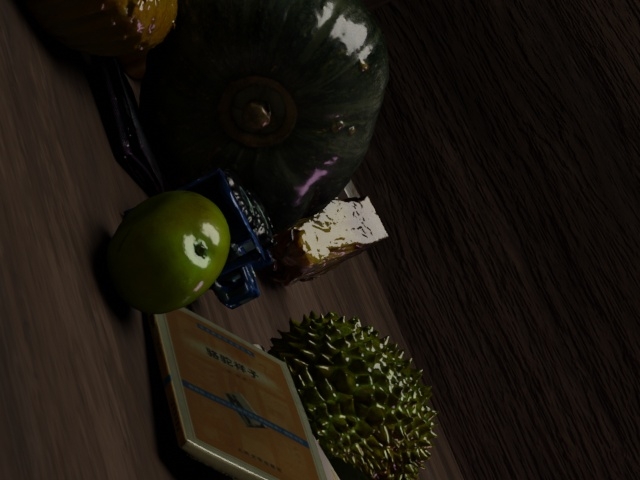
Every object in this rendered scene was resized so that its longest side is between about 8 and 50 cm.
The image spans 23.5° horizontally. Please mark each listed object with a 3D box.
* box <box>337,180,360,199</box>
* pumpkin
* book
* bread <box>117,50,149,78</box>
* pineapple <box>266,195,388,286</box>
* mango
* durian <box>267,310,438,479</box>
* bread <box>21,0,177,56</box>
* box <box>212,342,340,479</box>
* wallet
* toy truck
[{"bbox_3d":[-0.008,-0.044,2.586,0.067,0.149,0.233,60,6,-7],"label":"box"},{"bbox_3d":[-0.074,-0.172,1.803,0.291,0.328,0.257,29,22,2],"label":"pumpkin"},{"bbox_3d":[-0.075,0.147,1.395,0.170,0.018,0.242,31,18,-27],"label":"book"},{"bbox_3d":[-0.258,-0.322,1.995,0.236,0.070,0.236,62,7,-14],"label":"bread"},{"bbox_3d":[0.000,0.000,2.273,0.236,0.186,0.114,-123,-172,-86],"label":"pineapple"},{"bbox_3d":[-0.139,0.003,1.394,0.089,0.117,0.163,47,11,-24],"label":"mango"},{"bbox_3d":[0.028,0.187,1.751,0.237,0.200,0.176,48,58,-35],"label":"durian"},{"bbox_3d":[-0.247,-0.296,1.627,0.240,0.139,0.240,62,6,-12],"label":"bread"},{"bbox_3d":[-0.031,0.260,1.466,0.200,0.065,0.343,60,7,-23],"label":"box"},{"bbox_3d":[-0.218,-0.135,1.727,0.111,0.030,0.166,72,-2,-60],"label":"wallet"},{"bbox_3d":[-0.116,0.003,1.625,0.208,0.113,0.126,43,23,-71],"label":"toy truck"}]
